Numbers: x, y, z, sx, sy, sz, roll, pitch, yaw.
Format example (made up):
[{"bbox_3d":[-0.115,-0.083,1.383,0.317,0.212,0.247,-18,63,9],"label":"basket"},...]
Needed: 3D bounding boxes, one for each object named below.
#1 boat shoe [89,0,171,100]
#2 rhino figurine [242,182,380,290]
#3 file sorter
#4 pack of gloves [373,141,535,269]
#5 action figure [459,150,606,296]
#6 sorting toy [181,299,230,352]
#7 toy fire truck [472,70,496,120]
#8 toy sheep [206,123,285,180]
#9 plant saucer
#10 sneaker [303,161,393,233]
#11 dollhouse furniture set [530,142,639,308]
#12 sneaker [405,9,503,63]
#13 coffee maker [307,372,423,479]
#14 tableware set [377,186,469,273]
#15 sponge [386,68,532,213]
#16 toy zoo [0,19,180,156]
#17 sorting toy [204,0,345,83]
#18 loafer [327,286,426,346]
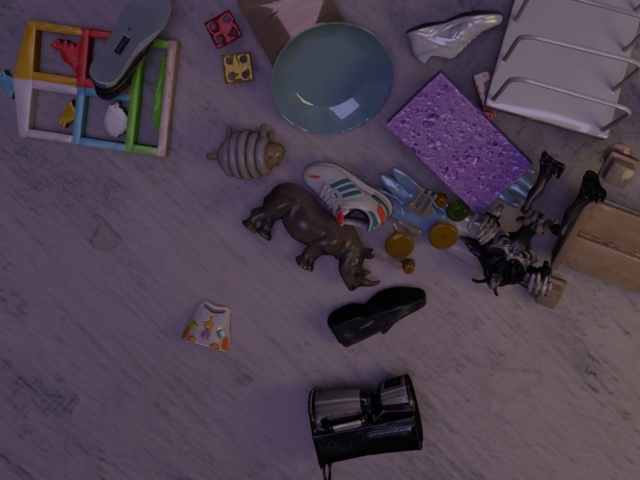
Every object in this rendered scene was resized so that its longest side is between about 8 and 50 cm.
[{"bbox_3d":[-0.302,-0.306,1.417,0.065,0.083,0.183,35,74,-3],"label":"boat shoe"},{"bbox_3d":[0.000,0.000,1.470,0.243,0.073,0.106,36,93,-5],"label":"rhino figurine"},{"bbox_3d":[0.379,-0.315,1.305,0.193,0.173,0.277,16,88,2],"label":"file sorter"},{"bbox_3d":[0.215,-0.090,1.448,0.232,0.046,0.195,31,114,-9],"label":"pack of gloves"},{"bbox_3d":[0.304,0.000,1.369,0.164,0.141,0.275,37,127,12],"label":"action figure"},{"bbox_3d":[-0.189,0.143,1.532,0.083,0.045,0.075,16,82,1],"label":"sorting toy"},{"bbox_3d":[0.258,-0.217,1.423,0.192,0.047,0.135,24,101,0],"label":"toy fire truck"},{"bbox_3d":[-0.121,-0.140,1.451,0.132,0.091,0.091,-2,100,19],"label":"toy sheep"},{"bbox_3d":[0.015,-0.259,1.414,0.195,0.037,0.195,-6,129,-8],"label":"plant saucer"},{"bbox_3d":[0.033,-0.066,1.436,0.161,0.075,0.057,31,136,11],"label":"sneaker"},{"bbox_3d":[0.551,-0.023,1.433,0.303,0.174,0.355,22,125,1],"label":"dollhouse furniture set"},{"bbox_3d":[0.214,-0.322,1.411,0.152,0.053,0.061,-13,108,13],"label":"sneaker"},{"bbox_3d":[0.081,0.316,1.510,0.178,0.120,0.171,-9,122,7],"label":"coffee maker"},{"bbox_3d":[0.168,-0.012,1.454,0.104,0.024,0.154,25,114,-12],"label":"tableware set"},{"bbox_3d":[0.214,-0.148,1.378,0.210,0.031,0.117,42,112,-13],"label":"sponge"},{"bbox_3d":[-0.386,-0.251,1.477,0.293,0.030,0.192,9,101,2],"label":"toy zoo"},{"bbox_3d":[-0.049,-0.348,1.424,0.274,0.046,0.132,-29,97,10],"label":"sorting toy"},{"bbox_3d":[0.099,0.126,1.498,0.170,0.062,0.061,-18,120,11],"label":"loafer"}]
